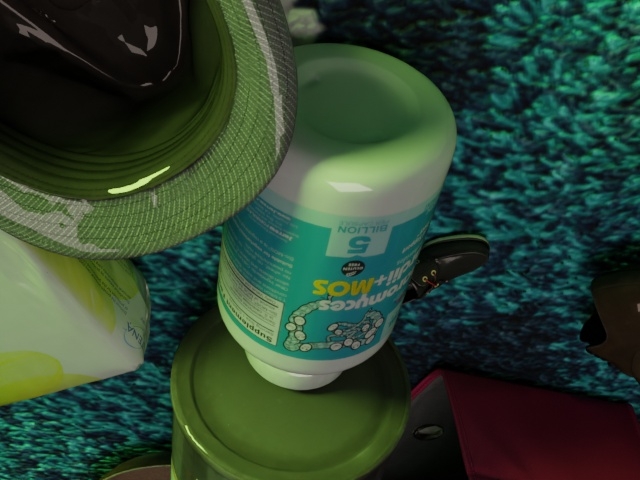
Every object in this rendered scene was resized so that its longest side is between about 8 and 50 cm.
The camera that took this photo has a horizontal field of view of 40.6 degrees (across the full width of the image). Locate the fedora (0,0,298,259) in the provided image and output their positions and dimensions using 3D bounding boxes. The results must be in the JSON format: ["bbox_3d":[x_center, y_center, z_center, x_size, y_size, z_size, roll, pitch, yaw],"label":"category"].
[{"bbox_3d":[-0.143,-0.133,0.494,0.243,0.124,0.275,-30,124,21],"label":"fedora"}]

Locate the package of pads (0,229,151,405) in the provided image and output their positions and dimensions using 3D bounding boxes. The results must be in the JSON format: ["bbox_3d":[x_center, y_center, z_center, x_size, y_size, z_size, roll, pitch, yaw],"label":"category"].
[{"bbox_3d":[-0.287,0.014,0.657,0.229,0.101,0.296,-15,137,12],"label":"package of pads"}]

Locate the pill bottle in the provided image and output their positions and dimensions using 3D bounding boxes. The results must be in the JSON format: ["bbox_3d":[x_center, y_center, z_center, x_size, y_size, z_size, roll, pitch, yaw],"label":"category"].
[{"bbox_3d":[0.000,0.000,0.639,0.146,0.146,0.264,3,137,-9],"label":"pill bottle"}]

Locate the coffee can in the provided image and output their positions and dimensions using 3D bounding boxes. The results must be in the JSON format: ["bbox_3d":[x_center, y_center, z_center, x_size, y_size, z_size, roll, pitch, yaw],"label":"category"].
[{"bbox_3d":[-0.041,0.206,0.816,0.201,0.202,0.275,2,137,-9],"label":"coffee can"}]

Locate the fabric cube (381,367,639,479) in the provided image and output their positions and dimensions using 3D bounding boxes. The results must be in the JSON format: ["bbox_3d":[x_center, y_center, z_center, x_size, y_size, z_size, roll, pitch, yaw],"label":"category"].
[{"bbox_3d":[0.199,0.322,0.929,0.258,0.259,0.254,13,134,-22],"label":"fabric cube"}]

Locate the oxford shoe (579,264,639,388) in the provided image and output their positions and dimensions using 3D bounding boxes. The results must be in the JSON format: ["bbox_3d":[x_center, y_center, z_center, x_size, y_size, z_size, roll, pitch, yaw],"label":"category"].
[{"bbox_3d":[0.304,0.093,0.835,0.096,0.083,0.227,-4,140,25],"label":"oxford shoe"}]

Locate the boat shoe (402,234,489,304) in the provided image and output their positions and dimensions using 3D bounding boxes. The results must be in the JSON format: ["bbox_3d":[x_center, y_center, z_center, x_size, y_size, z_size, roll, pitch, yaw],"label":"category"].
[{"bbox_3d":[0.087,0.032,0.761,0.133,0.042,0.049,-18,134,11],"label":"boat shoe"}]

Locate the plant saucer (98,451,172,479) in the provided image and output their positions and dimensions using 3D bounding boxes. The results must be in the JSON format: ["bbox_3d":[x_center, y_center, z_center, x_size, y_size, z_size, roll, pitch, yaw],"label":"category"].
[{"bbox_3d":[-0.177,0.301,1.026,0.198,0.036,0.199,-3,137,-3],"label":"plant saucer"}]
